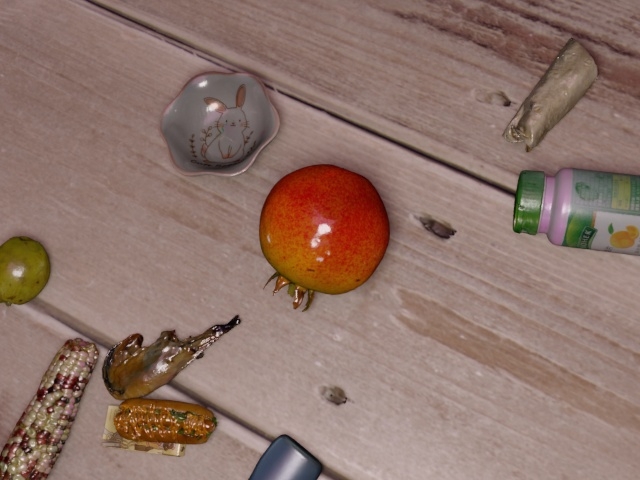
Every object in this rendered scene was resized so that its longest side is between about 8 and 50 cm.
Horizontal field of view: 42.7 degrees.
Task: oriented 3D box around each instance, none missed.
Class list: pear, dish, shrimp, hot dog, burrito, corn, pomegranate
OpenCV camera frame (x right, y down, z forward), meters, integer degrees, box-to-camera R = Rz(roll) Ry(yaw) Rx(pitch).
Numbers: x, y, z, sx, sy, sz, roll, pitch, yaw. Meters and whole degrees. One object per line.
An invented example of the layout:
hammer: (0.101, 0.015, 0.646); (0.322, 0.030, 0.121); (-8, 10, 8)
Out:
pear: (-0.550, 0.057, 1.493); (0.107, 0.107, 0.131); (11, 85, 12)
dish: (-0.181, -0.201, 1.518); (0.229, 0.081, 0.229); (-3, 70, 9)
shrimp: (-0.270, 0.180, 1.430); (0.262, 0.066, 0.117); (-35, 72, -3)
hot dog: (-0.266, 0.304, 1.377); (0.188, 0.055, 0.072); (2, 76, 8)
burrito: (0.407, -0.249, 1.443); (0.087, 0.060, 0.226); (38, 82, 18)
corn: (-0.469, 0.300, 1.414); (0.092, 0.092, 0.280); (19, 77, 14)
pomegranate: (0.000, 0.000, 1.364); (0.221, 0.221, 0.257); (31, 105, 16)

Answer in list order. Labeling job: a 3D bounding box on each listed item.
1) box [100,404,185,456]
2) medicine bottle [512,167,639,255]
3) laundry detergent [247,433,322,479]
box: (-0.302, 0.329, 1.415); (0.149, 0.020, 0.073); (4, 74, 10)
medicine bottle: (0.457, -0.048, 1.340); (0.274, 0.133, 0.133); (9, 76, 12)
laundry detergent: (-0.090, 0.423, 1.334); (0.096, 0.061, 0.206); (36, 84, 8)
